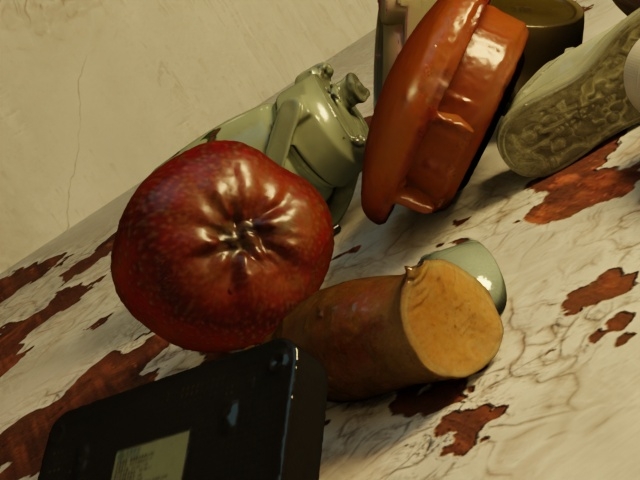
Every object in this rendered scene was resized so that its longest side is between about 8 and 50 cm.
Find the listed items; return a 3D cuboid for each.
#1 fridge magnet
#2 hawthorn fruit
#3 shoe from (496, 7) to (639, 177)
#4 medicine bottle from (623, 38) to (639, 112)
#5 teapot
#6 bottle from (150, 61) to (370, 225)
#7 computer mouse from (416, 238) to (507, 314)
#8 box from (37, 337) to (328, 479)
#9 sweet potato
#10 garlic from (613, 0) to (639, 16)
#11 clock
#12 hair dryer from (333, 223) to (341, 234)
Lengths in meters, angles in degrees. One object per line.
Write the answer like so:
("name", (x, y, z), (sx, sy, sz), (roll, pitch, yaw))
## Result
("fridge magnet", (0.159, -0.181, 1.737), (0.363, 0.155, 0.363), (25, -90, -86))
("hawthorn fruit", (-0.139, 0.019, 1.697), (0.299, 0.275, 0.275), (-31, 11, 46))
("shoe", (0.354, -0.205, 1.694), (0.316, 0.124, 0.159), (-34, 13, 5))
("medicine bottle", (0.414, -0.165, 1.407), (0.139, 0.139, 0.237), (-31, 15, 4))
("teapot", (0.286, -0.273, 1.959), (0.185, 0.175, 0.268), (6, 29, -1))
("bottle", (-0.061, -0.104, 1.984), (0.351, 0.229, 0.229), (-32, 14, 20))
("computer mouse", (0.135, 0.041, 1.433), (0.113, 0.068, 0.229), (-31, 15, -3))
("box", (-0.146, 0.227, 1.237), (0.350, 0.058, 0.211), (-23, 47, 35))
("sweet potato", (0.019, 0.107, 1.344), (0.336, 0.131, 0.131), (-19, 19, 43))
("garlic", (0.510, -0.386, 1.733), (0.322, 0.241, 0.322), (-29, -2, -1))
("clock", (0.135, -0.267, 2.062), (0.114, 0.284, 0.309), (0, 8, -1))
("hair dryer", (0.000, 0.000, 1.933), (0.083, 0.026, 0.047), (-31, 15, -28))
